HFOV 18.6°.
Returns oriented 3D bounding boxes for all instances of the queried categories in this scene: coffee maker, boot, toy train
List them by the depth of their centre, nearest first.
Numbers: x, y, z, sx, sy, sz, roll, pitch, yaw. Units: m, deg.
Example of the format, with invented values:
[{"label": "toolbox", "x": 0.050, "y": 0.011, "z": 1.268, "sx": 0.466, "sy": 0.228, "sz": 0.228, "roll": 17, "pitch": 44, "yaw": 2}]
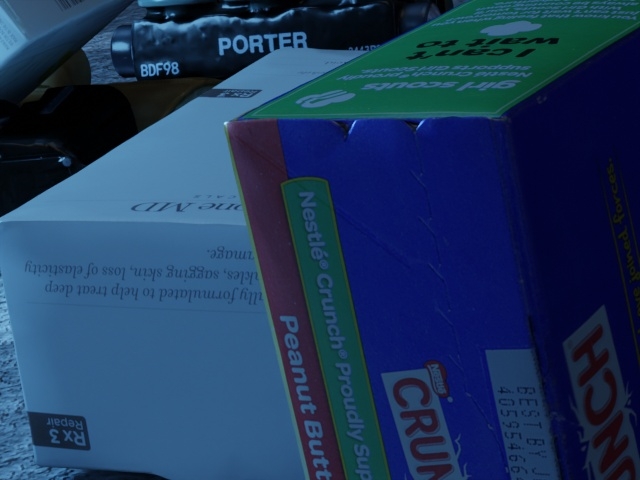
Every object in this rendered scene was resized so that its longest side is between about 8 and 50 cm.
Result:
[{"label": "coffee maker", "x": -0.194, "y": -0.045, "z": 1.515, "sx": 0.171, "sy": 0.120, "sz": 0.178, "roll": 18, "pitch": 21, "yaw": 4}, {"label": "boot", "x": -0.190, "y": -0.119, "z": 1.757, "sx": 0.269, "sy": 0.089, "sz": 0.236, "roll": -1, "pitch": 32, "yaw": 32}, {"label": "toy train", "x": -0.027, "y": -0.189, "z": 1.860, "sx": 0.334, "sy": 0.142, "sz": 0.190, "roll": -3, "pitch": 5, "yaw": 23}]

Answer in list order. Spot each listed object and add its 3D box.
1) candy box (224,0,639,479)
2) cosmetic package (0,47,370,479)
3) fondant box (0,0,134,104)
[{"label": "candy box", "x": 0.115, "y": 0.033, "z": 0.807, "sx": 0.122, "sy": 0.268, "sz": 0.317, "roll": -2, "pitch": 17, "yaw": 31}, {"label": "cosmetic package", "x": 0.000, "y": 0.000, "z": 1.164, "sx": 0.217, "sy": 0.156, "sz": 0.385, "roll": 1, "pitch": 18, "yaw": 22}, {"label": "fondant box", "x": -0.308, "y": -0.127, "z": 1.560, "sx": 0.330, "sy": 0.096, "sz": 0.238, "roll": -36, "pitch": 3, "yaw": 27}]
